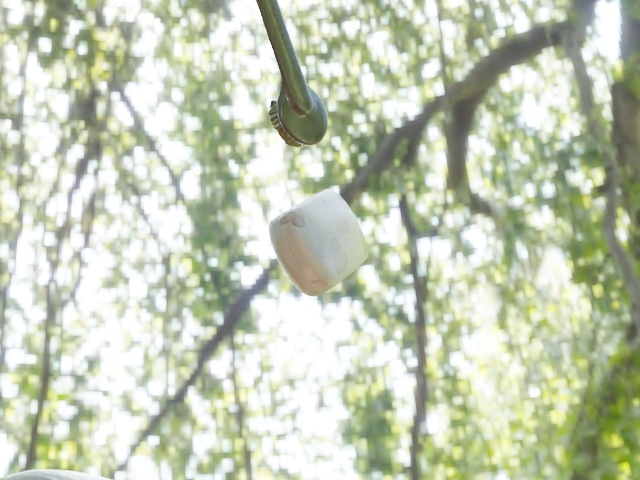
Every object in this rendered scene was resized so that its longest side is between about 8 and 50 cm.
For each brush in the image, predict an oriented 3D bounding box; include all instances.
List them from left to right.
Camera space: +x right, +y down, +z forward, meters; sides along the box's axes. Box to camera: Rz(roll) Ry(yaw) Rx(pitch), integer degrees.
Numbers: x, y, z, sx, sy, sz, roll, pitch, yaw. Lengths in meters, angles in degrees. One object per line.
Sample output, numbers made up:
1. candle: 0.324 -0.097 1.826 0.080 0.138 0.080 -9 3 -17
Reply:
1. brush: -0.051 -0.214 1.474 0.027 0.266 0.062 -15 3 44

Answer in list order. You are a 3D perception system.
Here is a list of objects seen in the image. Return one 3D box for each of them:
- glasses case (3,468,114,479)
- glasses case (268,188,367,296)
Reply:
1. glasses case: -0.056 0.108 0.511 0.081 0.051 0.204 29 -13 -19
2. glasses case: 0.000 0.000 1.136 0.041 0.164 0.063 -30 -89 14
